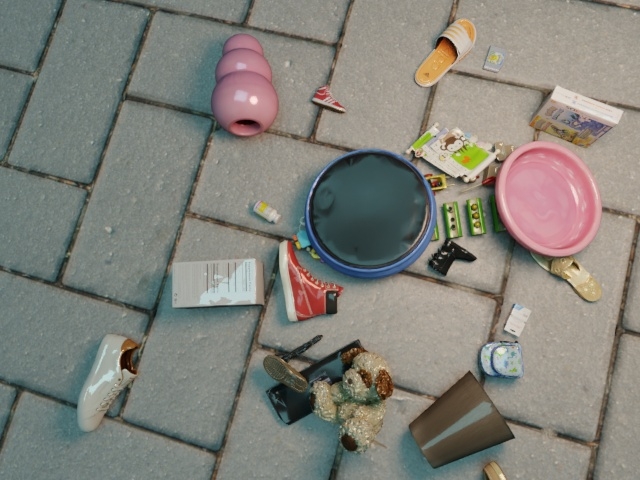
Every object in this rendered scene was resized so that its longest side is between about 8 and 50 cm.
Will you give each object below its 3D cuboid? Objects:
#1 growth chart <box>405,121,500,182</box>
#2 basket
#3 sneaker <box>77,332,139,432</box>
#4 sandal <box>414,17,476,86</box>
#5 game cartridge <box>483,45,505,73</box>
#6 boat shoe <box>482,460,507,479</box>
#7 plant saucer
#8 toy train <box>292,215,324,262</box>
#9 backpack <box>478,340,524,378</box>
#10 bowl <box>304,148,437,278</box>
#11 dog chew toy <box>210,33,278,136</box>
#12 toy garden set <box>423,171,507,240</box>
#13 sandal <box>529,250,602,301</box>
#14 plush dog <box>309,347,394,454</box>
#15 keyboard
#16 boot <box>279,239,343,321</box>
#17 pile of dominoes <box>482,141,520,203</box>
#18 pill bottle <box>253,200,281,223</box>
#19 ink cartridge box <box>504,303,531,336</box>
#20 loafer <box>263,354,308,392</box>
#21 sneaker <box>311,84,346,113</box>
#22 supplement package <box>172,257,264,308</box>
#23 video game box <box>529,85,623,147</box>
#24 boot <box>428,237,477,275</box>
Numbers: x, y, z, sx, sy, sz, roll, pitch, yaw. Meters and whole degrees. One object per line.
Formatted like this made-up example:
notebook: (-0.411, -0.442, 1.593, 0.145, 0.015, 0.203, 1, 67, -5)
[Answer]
growth chart: (0.401, -0.272, 1.502, 0.237, 0.021, 0.172, 34, 74, 26)
basket: (0.369, 0.501, 1.347, 0.227, 0.154, 0.204, -34, 77, 3)
sneaker: (-0.621, 0.430, 1.471, 0.123, 0.106, 0.290, 13, 81, 10)
sandal: (0.400, -0.596, 1.561, 0.102, 0.076, 0.265, 38, 86, 10)
game cartridge: (0.554, -0.573, 1.574, 0.056, 0.017, 0.083, 18, 83, 4)
boat shoe: (0.468, 0.764, 1.303, 0.110, 0.121, 0.341, -11, 81, 3)
plant saucer: (0.630, -0.112, 1.406, 0.332, 0.084, 0.332, 3, 78, -15)
toy train: (0.000, 0.000, 1.519, 0.166, 0.046, 0.125, 26, 78, 9)
backpack: (0.504, 0.333, 1.392, 0.114, 0.084, 0.105, 0, 78, 8)
bowl: (0.142, -0.085, 1.450, 0.391, 0.077, 0.391, -2, 78, 8)
dog chew toy: (-0.238, -0.497, 1.551, 0.206, 0.206, 0.332, -6, 73, 4)
toy garden set: (0.417, -0.114, 1.467, 0.244, 0.049, 0.204, -9, 80, 17)
sandal: (0.710, 0.076, 1.417, 0.088, 0.079, 0.240, -44, 79, -3)
plush dog: (0.121, 0.415, 1.349, 0.210, 0.262, 0.225, 12, 100, -32)
keyboard: (-0.016, 0.383, 1.461, 0.317, 0.033, 0.201, -29, 85, -1)
boot: (-0.027, 0.108, 1.482, 0.176, 0.088, 0.244, -12, 88, 3)
pile of dominoes: (0.622, -0.179, 1.502, 0.251, 0.040, 0.196, 13, 82, -1)
pill bottle: (-0.165, -0.086, 1.547, 0.083, 0.043, 0.043, 32, 85, 9)
ink cartridge box: (0.563, 0.229, 1.431, 0.048, 0.028, 0.083, 27, 84, 9)
loafer: (-0.101, 0.381, 1.423, 0.148, 0.050, 0.056, 39, 86, 3)
sneaker: (0.036, -0.453, 1.590, 0.118, 0.042, 0.067, 24, 87, 11)
supplement package: (-0.298, 0.130, 1.475, 0.244, 0.139, 0.134, -3, 81, 4)
video game box: (0.721, -0.349, 1.424, 0.187, 0.205, 0.048, 28, 86, 10)
boot: (0.388, 0.059, 1.468, 0.121, 0.045, 0.099, 30, 98, -10)
